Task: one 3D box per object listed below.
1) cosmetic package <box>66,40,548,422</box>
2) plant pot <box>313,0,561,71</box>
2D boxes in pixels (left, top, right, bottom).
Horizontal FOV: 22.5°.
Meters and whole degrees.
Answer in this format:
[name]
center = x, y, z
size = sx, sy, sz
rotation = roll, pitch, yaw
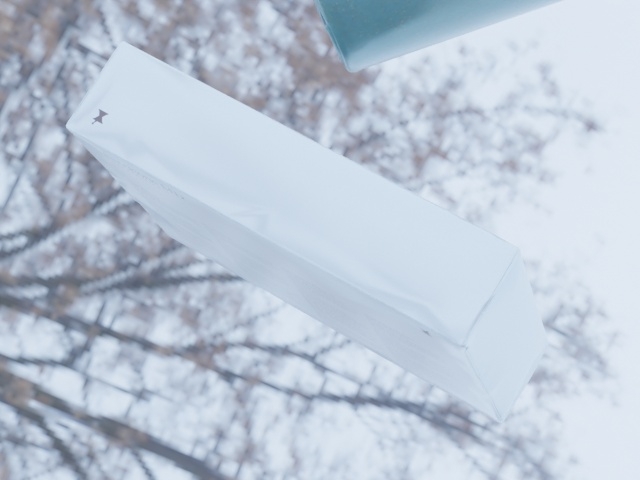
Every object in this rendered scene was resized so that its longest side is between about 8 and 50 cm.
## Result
[cosmetic package]
center = 0.000, 0.000, 1.358
size = 0.377, 0.284, 0.097
rotation = 29, -98, 19
[plant pot]
center = 0.123, -0.325, 1.380
size = 0.334, 0.341, 0.341
rotation = -23, -143, 3
